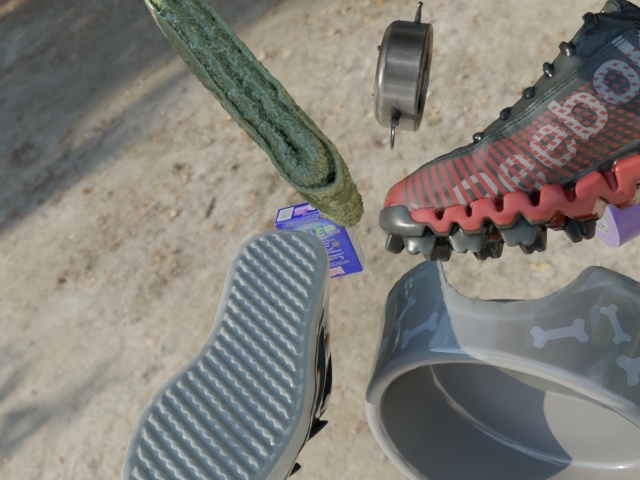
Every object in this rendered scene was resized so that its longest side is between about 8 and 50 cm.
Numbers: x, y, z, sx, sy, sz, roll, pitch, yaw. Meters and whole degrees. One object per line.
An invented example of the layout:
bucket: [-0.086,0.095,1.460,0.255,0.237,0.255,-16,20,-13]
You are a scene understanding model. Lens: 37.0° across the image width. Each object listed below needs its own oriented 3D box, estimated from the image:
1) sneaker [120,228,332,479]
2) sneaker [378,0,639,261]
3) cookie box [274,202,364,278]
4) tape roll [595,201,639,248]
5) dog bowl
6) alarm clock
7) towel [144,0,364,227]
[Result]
sneaker: [-0.056,0.137,0.778,0.126,0.128,0.321,10,41,13]
sneaker: [0.160,-0.070,0.591,0.276,0.135,0.097,-17,-8,18]
cookie box: [0.000,0.000,1.300,0.091,0.107,0.040,-13,32,18]
tape roll: [0.510,-0.086,1.698,0.080,0.189,0.189,-30,30,0]
dog bowl: [0.197,0.162,0.863,0.348,0.349,0.102,-9,39,41]
alarm clock: [0.095,-0.184,1.141,0.064,0.129,0.192,6,52,8]
towel: [-0.034,-0.069,0.468,0.027,0.148,0.110,-41,-12,1]
